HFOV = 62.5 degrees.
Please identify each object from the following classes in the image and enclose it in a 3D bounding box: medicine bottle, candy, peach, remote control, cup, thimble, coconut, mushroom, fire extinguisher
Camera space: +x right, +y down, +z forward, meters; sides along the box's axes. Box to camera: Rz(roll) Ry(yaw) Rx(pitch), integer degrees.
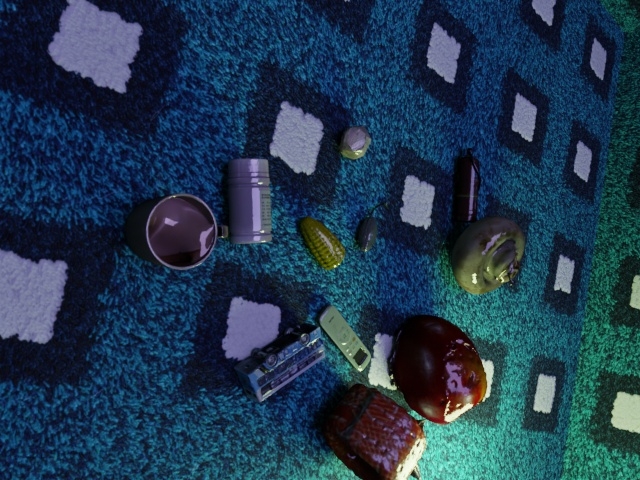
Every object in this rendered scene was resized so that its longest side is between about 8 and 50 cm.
[{"bbox_3d":[-0.216,-0.118,1.595,0.133,0.133,0.250,-6,95,-39],"label":"medicine bottle"},{"bbox_3d":[0.000,0.000,1.803,0.106,0.094,0.199,-46,112,-22],"label":"candy"},{"bbox_3d":[0.469,0.496,2.099,0.339,0.353,0.417,0,50,-46],"label":"peach"},{"bbox_3d":[0.086,0.357,1.916,0.090,0.038,0.310,-50,120,-27],"label":"remote control"},{"bbox_3d":[-0.381,-0.026,1.417,0.252,0.200,0.192,-2,93,-38],"label":"cup"},{"bbox_3d":[0.189,0.688,1.823,0.230,0.350,0.350,-46,118,-28],"label":"thimble"},{"bbox_3d":[0.126,-0.358,1.881,0.110,0.110,0.125,28,78,-36],"label":"coconut"},{"bbox_3d":[0.741,0.078,2.258,0.362,0.294,0.363,-19,126,-28],"label":"mushroom"},{"bbox_3d":[0.653,-0.250,2.332,0.141,0.105,0.342,16,77,-79],"label":"fire extinguisher"}]

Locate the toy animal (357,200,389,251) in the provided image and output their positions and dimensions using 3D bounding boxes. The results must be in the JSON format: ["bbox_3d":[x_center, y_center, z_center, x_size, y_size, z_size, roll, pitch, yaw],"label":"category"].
[{"bbox_3d":[0.194,-0.063,1.985,0.079,0.070,0.253,83,26,-54],"label":"toy animal"}]

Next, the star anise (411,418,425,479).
[{"bbox_3d":[0.317,0.813,2.072,0.198,0.110,0.258,18,62,-14],"label":"star anise"}]

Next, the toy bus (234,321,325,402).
[{"bbox_3d":[-0.123,0.385,1.705,0.297,0.106,0.131,-27,110,-34],"label":"toy bus"}]
